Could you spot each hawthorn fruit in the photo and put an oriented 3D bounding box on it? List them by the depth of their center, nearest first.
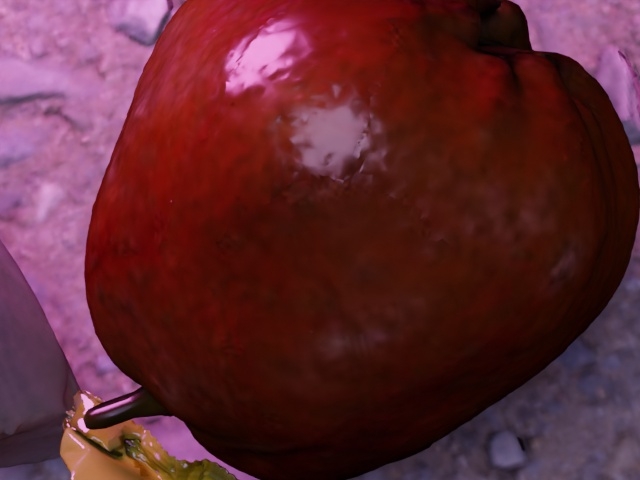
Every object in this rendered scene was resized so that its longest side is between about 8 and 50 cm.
[{"bbox_3d":[0.000,0.000,0.717,0.224,0.224,0.261,46,104,16],"label":"hawthorn fruit"}]

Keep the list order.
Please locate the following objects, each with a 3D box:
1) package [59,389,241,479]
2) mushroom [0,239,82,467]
[{"bbox_3d":[-0.084,0.195,0.737,0.168,0.090,0.226,26,87,12],"label":"package"},{"bbox_3d":[-0.243,-0.022,0.771,0.122,0.159,0.328,-33,82,24],"label":"mushroom"}]
